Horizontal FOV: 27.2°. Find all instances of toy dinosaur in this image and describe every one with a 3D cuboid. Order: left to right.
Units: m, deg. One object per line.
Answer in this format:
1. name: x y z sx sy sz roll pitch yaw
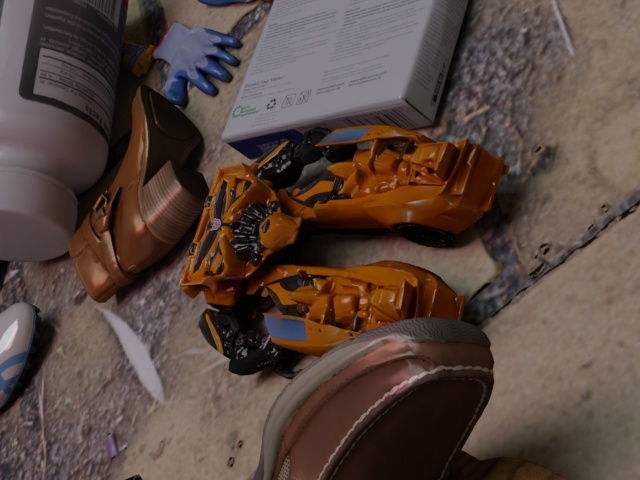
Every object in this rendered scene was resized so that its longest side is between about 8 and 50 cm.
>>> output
1. toy dinosaur: 0.122 0.154 0.762 0.211 0.064 0.112 -2 61 47

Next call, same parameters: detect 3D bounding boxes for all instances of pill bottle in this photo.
1. pill bottle: -0.298 -0.148 1.351 0.176 0.176 0.318 -18 58 40

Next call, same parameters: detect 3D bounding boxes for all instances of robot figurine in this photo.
1. robot figurine: 0.000 0.000 0.990 0.291 0.085 0.211 0 68 48

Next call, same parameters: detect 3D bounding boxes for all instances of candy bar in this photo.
1. candy bar: -0.221 -0.209 1.455 0.040 0.018 0.161 -58 36 -2

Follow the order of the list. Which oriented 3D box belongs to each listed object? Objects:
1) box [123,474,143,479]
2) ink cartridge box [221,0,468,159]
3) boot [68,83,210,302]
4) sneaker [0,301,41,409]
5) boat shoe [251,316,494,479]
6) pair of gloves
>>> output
1. box: -0.233 0.269 1.001 0.184 0.045 0.191 -22 15 26
2. ink cartridge box: 0.031 -0.185 1.130 0.223 0.045 0.224 -6 59 46
3. boot: -0.182 -0.048 1.249 0.152 0.073 0.197 -45 35 22
4. sneaker: -0.364 0.143 1.297 0.237 0.086 0.085 -43 37 15
5. boat shoe: 0.018 0.171 0.786 0.324 0.123 0.116 -61 37 41
6. pair of gloves: -0.104 -0.227 1.333 0.198 0.023 0.159 -56 36 -1
